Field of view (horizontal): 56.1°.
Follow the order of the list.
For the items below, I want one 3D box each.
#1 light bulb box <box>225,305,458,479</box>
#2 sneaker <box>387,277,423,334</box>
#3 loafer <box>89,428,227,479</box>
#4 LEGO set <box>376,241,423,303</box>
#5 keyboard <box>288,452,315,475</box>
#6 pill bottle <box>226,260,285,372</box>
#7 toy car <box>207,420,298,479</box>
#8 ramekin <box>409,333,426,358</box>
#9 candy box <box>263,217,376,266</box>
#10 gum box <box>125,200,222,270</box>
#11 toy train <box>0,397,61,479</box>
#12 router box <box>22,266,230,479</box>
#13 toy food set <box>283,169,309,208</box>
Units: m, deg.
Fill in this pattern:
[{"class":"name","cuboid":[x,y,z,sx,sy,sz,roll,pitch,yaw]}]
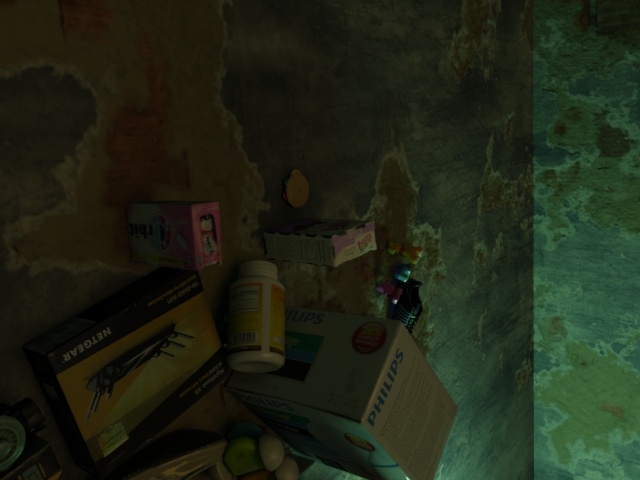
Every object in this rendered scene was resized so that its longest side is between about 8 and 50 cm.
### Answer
[{"class":"light bulb box","cuboid":[0.056,0.345,1.321,0.361,0.358,0.225,55,51,-38]},{"class":"sneaker","cuboid":[0.256,0.226,1.787,0.081,0.091,0.232,-6,98,-52]},{"class":"loafer","cuboid":[-0.290,0.426,1.097,0.269,0.102,0.092,-10,103,-42]},{"class":"LEGO set","cuboid":[0.227,0.063,1.753,0.227,0.093,0.087,-55,164,-41]},{"class":"keyboard","cuboid":[-0.116,0.554,1.348,0.256,0.072,0.014,-23,114,-49]},{"class":"pill bottle","cuboid":[-0.130,0.154,1.229,0.117,0.117,0.214,34,47,-49]},{"class":"toy car","cuboid":[-0.140,0.457,1.271,0.136,0.159,0.182,-95,162,-55]},{"class":"ramekin","cuboid":[0.168,0.335,1.600,0.109,0.207,0.207,24,74,-41]},{"class":"candy box","cuboid":[0.000,0.000,1.346,0.165,0.196,0.070,-20,109,-51]},{"class":"gum box","cuboid":[-0.248,-0.012,1.028,0.062,0.189,0.107,-13,103,-51]},{"class":"toy train","cuboid":[-0.497,0.350,0.773,0.334,0.142,0.190,-35,118,-45]},{"class":"router box","cuboid":[-0.317,0.212,1.047,0.309,0.081,0.242,-36,121,-45]},{"class":"toy food set","cuboid":[-0.057,-0.117,1.406,0.082,0.020,0.083,-59,136,-30]}]
